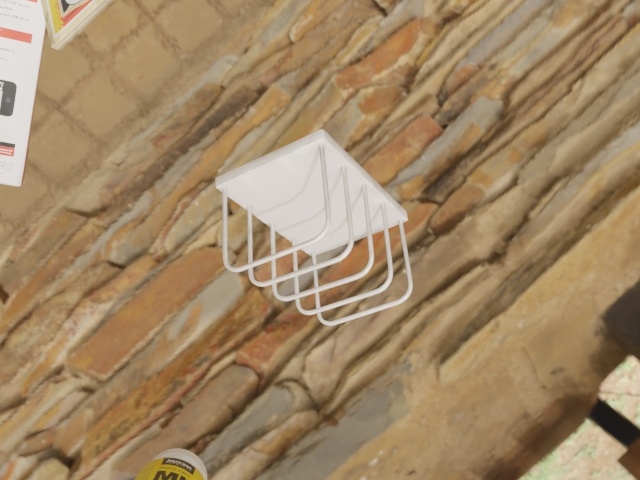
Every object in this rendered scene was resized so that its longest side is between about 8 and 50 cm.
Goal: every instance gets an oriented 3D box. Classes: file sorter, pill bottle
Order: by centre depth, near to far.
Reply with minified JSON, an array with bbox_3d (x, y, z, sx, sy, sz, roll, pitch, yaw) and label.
[{"bbox_3d":[-0.233,0.396,1.091,0.119,0.208,0.119,0,96,-1],"label":"pill bottle"},{"bbox_3d":[0.000,0.000,1.130,0.193,0.173,0.278,-21,147,25],"label":"file sorter"}]

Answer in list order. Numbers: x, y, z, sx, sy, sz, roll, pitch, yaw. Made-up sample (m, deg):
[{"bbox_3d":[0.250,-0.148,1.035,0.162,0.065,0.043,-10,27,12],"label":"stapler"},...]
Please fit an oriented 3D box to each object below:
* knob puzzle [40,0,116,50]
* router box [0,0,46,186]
[{"bbox_3d":[-0.183,-0.280,0.601,0.030,0.213,0.213,15,114,-53],"label":"knob puzzle"},{"bbox_3d":[-0.520,-0.243,0.901,0.336,0.082,0.301,10,109,-22],"label":"router box"}]
